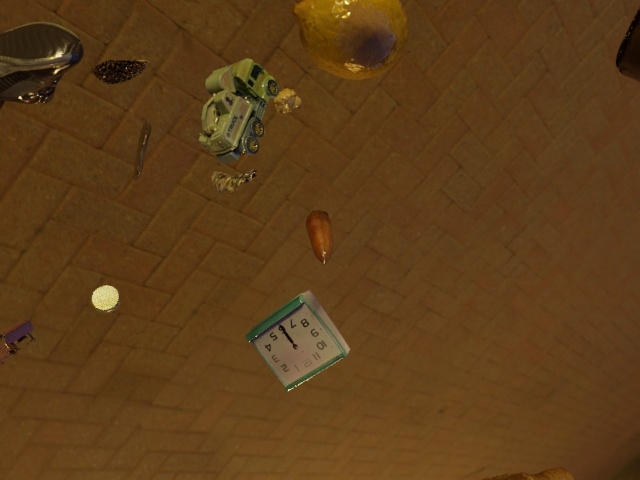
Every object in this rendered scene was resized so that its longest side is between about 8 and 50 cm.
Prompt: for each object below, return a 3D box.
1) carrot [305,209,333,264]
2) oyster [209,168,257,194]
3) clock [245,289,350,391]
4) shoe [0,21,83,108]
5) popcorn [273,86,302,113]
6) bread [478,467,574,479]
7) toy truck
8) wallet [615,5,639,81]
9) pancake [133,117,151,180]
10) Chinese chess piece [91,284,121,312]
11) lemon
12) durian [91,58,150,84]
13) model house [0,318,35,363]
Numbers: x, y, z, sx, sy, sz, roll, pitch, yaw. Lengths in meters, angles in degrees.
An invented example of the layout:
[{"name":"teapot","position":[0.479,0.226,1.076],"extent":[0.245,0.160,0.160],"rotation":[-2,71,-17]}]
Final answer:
[{"name":"carrot","position":[0.000,0.000,1.344],"extent":[0.072,0.205,0.072],"rotation":[-2,123,-3]},{"name":"oyster","position":[-0.239,-0.156,1.350],"extent":[0.106,0.200,0.061],"rotation":[-48,116,-45]},{"name":"clock","position":[-0.064,0.304,1.600],"extent":[0.262,0.231,0.116],"rotation":[-38,178,30]},{"name":"shoe","position":[-0.479,-0.275,0.845],"extent":[0.228,0.099,0.112],"rotation":[-5,149,7]},{"name":"popcorn","position":[-0.099,-0.411,1.494],"extent":[0.084,0.084,0.084],"rotation":[-21,135,-22]},{"name":"bread","position":[0.292,0.472,0.606],"extent":[0.185,0.380,0.109],"rotation":[16,140,-38]},{"name":"toy truck","position":[-0.157,-0.235,0.921],"extent":[0.116,0.085,0.191],"rotation":[38,59,-43]},{"name":"wallet","position":[0.204,-0.117,0.226],"extent":[0.031,0.255,0.137],"rotation":[11,118,5]},{"name":"pancake","position":[-0.304,-0.155,0.881],"extent":[0.011,0.115,0.114],"rotation":[11,118,-26]},{"name":"Chinese chess piece","position":[-0.631,0.173,1.531],"extent":[0.084,0.084,0.034],"rotation":[-22,162,-21]},{"name":"lemon","position":[0.065,-0.411,1.010],"extent":[0.257,0.188,0.188],"rotation":[3,123,-26]},{"name":"durian","position":[-0.446,-0.379,1.163],"extent":[0.131,0.066,0.052],"rotation":[-12,109,-5]},{"name":"model house","position":[-0.653,0.212,1.106],"extent":[0.083,0.057,0.058],"rotation":[-37,174,-46]}]
